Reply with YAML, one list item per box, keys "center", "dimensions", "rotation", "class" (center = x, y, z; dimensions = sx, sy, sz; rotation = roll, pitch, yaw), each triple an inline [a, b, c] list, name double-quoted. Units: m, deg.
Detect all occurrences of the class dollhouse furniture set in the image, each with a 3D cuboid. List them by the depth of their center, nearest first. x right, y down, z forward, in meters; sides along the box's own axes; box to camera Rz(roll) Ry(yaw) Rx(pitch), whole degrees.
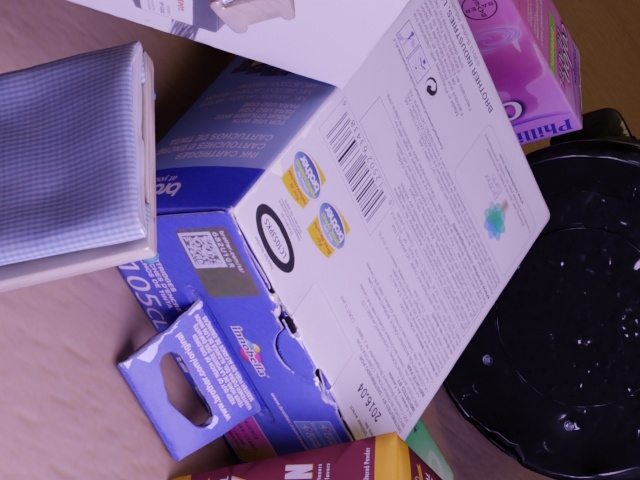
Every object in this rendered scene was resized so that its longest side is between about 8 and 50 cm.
- center: [-0.162, -0.117, 0.882]
  dimensions: [0.198, 0.286, 0.303]
  rotation: [51, 32, -57]
  class: "dollhouse furniture set"

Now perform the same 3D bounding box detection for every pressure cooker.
- center: [0.341, 0.061, 1.855]
  dimensions: [0.420, 0.375, 0.370]
  rotation: [-6, 121, -67]
  class: "pressure cooker"

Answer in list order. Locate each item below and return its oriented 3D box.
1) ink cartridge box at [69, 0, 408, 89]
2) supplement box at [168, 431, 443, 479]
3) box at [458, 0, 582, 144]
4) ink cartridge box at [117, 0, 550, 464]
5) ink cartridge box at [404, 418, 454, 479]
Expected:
- center: [-0.090, -0.267, 1.163]
  dimensions: [0.307, 0.129, 0.223]
  rotation: [16, 54, -21]
  class: "ink cartridge box"
- center: [0.012, 0.253, 1.210]
  dimensions: [0.194, 0.191, 0.129]
  rotation: [48, 36, -46]
  class: "supplement box"
- center: [0.126, -0.200, 1.699]
  dimensions: [0.243, 0.213, 0.117]
  rotation: [51, 33, -46]
  class: "box"
- center: [0.000, 0.000, 1.296]
  dimensions: [0.395, 0.151, 0.270]
  rotation: [-53, 128, -39]
  class: "ink cartridge box"
- center: [0.051, 0.234, 1.487]
  dimensions: [0.181, 0.056, 0.225]
  rotation: [60, 26, -31]
  class: "ink cartridge box"
